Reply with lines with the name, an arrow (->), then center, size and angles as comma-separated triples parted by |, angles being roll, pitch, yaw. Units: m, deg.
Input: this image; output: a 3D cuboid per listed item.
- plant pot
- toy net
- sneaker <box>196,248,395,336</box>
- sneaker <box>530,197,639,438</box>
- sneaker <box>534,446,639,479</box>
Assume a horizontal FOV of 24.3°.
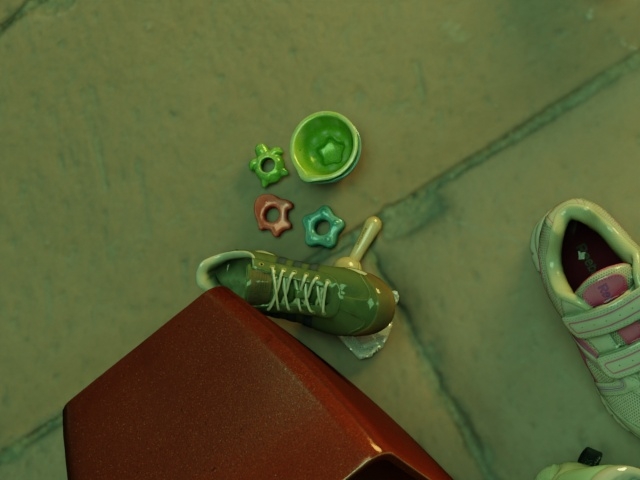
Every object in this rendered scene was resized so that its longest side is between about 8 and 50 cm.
plant pot -> -0.065, 0.199, 1.263 | 0.267, 0.267, 0.235 | -39, 60, 5
toy net -> 0.000, 0.000, 1.389 | 0.122, 0.045, 0.232 | -16, 74, 12
sneaker -> -0.032, 0.048, 1.334 | 0.192, 0.086, 0.064 | 14, 99, 41
sneaker -> 0.253, 0.069, 1.263 | 0.103, 0.111, 0.252 | -35, 71, 7
sneaker -> 0.291, 0.260, 1.226 | 0.256, 0.151, 0.094 | 39, 78, -13
